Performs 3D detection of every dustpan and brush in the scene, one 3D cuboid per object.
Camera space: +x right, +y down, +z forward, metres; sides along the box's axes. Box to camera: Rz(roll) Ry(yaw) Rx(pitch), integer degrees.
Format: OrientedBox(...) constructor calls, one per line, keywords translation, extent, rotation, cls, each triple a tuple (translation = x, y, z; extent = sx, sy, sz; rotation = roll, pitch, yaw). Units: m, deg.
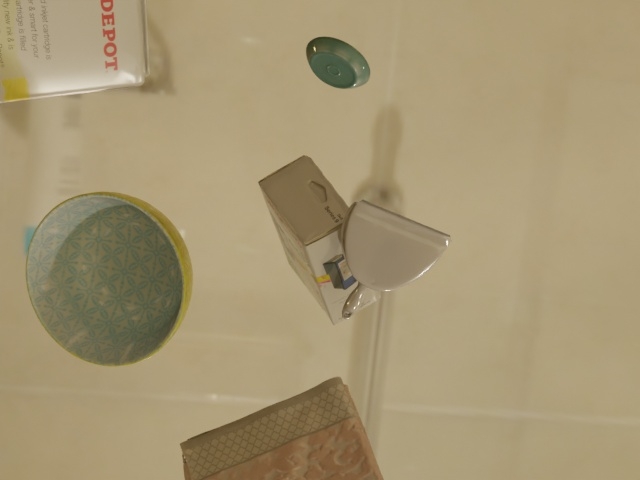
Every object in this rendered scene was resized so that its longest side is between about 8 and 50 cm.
OrientedBox(translation=(0.076, 0.040, 1.826), extent=(0.147, 0.211, 0.060), rotation=(22, -153, -9), cls="dustpan and brush")

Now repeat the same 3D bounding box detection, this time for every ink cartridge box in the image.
OrientedBox(translation=(0.000, 0.000, 1.940), extent=(0.093, 0.212, 0.154), rotation=(-30, -127, -10), cls="ink cartridge box")
OrientedBox(translation=(-0.425, -0.326, 1.645), extent=(0.385, 0.279, 0.160), rotation=(-8, -147, -16), cls="ink cartridge box")

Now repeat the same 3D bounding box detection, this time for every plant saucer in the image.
OrientedBox(translation=(0.025, -0.292, 2.184), extent=(0.119, 0.021, 0.119), rotation=(21, 150, 13), cls="plant saucer")

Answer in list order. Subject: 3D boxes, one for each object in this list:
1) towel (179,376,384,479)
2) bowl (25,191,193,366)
OrientedBox(translation=(-0.065, 0.408, 2.204), extent=(0.332, 0.053, 0.317), rotation=(-22, -135, 1), cls="towel")
OrientedBox(translation=(-0.329, 0.051, 2.173), extent=(0.290, 0.289, 0.156), rotation=(9, -166, 15), cls="bowl")
